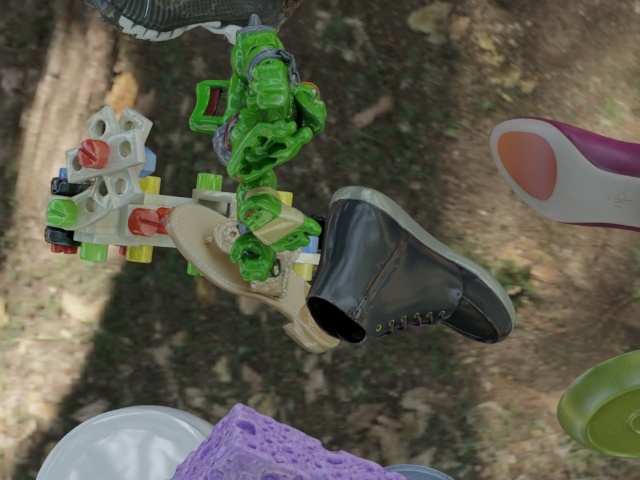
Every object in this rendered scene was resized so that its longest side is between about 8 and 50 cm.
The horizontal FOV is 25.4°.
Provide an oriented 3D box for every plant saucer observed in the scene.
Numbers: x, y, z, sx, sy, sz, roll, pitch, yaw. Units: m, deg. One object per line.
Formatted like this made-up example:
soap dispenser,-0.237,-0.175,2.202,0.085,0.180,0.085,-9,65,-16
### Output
plant saucer,0.428,0.220,1.838,0.241,0.241,0.037,-25,47,22

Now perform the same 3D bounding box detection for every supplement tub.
supplement tub,-0.167,0.296,1.467,0.228,0.316,0.228,-1,72,4

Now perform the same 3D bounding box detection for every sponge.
sponge,0.013,0.170,0.784,0.117,0.210,0.031,-49,25,34

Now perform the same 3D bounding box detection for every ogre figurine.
ogre figurine,-0.044,-0.075,1.015,0.097,0.197,0.118,-15,49,7

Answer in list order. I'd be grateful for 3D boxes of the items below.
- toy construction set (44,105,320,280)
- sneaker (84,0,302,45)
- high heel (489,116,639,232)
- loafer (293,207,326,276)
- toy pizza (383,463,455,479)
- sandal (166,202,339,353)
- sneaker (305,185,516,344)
toy construction set,-0.168,-0.030,1.530,0.215,0.328,0.151,9,78,38
sneaker,-0.086,-0.206,1.095,0.106,0.234,0.078,-38,70,30
high heel,0.395,-0.077,1.828,0.377,0.181,0.127,35,125,42
loafer,0.000,0.000,1.994,0.303,0.109,0.095,20,138,27
toy pizza,0.106,0.376,1.787,0.201,0.032,0.201,0,98,-1
sandal,-0.041,0.022,1.403,0.079,0.240,0.088,-28,39,28
sneaker,0.075,0.060,1.242,0.083,0.222,0.118,-15,46,51
